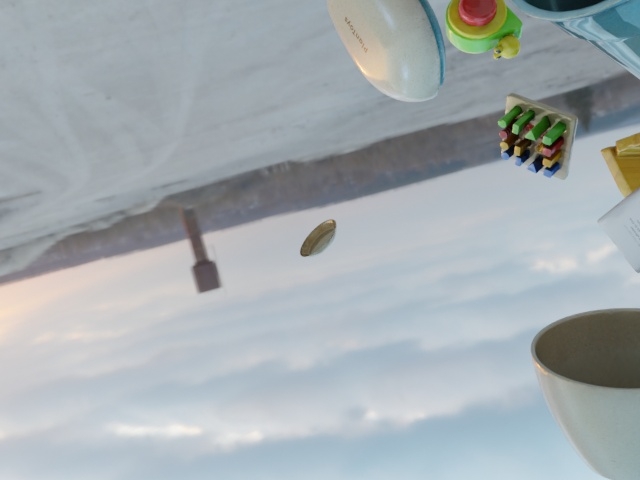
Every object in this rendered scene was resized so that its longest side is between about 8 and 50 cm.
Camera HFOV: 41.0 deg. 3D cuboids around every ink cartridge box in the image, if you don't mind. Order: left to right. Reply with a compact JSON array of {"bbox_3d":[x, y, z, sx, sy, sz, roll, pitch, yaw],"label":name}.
[{"bbox_3d":[0.687,-0.096,1.545,0.223,0.129,0.307,-27,168,-48],"label":"ink cartridge box"}]

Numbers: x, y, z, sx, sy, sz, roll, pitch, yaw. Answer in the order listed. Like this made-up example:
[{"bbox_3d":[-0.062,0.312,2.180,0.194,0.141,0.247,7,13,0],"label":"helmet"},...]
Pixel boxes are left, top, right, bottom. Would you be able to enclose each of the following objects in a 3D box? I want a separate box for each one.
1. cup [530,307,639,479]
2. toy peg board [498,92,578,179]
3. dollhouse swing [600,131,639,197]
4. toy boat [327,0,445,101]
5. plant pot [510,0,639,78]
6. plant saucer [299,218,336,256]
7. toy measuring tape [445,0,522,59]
[{"bbox_3d":[0.560,0.295,1.555,0.331,0.237,0.331,-8,-163,3],"label":"cup"},{"bbox_3d":[0.449,-0.208,1.835,0.161,0.160,0.079,29,-129,31],"label":"toy peg board"},{"bbox_3d":[0.831,-0.092,1.780,0.315,0.304,0.347,-4,173,-30],"label":"dollhouse swing"},{"bbox_3d":[0.141,-0.361,1.302,0.148,0.267,0.318,-26,173,-23],"label":"toy boat"},{"bbox_3d":[0.472,-0.348,1.113,0.334,0.341,0.341,29,154,-33],"label":"plant pot"},{"bbox_3d":[0.000,0.000,1.451,0.083,0.015,0.083,-38,-156,20],"label":"plant saucer"},{"bbox_3d":[0.254,-0.455,1.612,0.121,0.330,0.121,-30,159,-13],"label":"toy measuring tape"}]
